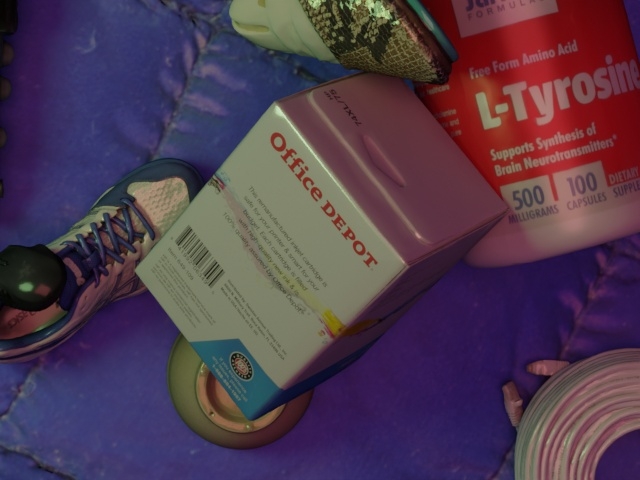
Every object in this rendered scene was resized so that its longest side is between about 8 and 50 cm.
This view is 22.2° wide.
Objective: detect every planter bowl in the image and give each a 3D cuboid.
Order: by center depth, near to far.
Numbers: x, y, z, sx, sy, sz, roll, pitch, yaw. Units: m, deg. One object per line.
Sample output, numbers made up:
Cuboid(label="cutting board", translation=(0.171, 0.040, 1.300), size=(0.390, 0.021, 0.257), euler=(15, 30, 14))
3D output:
Cuboid(label="planter bowl", translation=(-0.082, 0.147, 1.713), size=(0.162, 0.109, 0.162), euler=(0, 93, -4))

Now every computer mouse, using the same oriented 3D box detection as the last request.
Cuboid(label="computer mouse", translation=(-0.339, 0.018, 1.645), size=(0.041, 0.242, 0.071), euler=(46, 68, -42))

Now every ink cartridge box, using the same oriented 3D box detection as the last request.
Cuboid(label="ink cartridge box", translation=(0.000, 0.000, 1.589), size=(0.198, 0.197, 0.270), euler=(52, 128, 11))

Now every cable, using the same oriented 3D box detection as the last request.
Cuboid(label="cable", translation=(0.337, 0.244, 1.753), size=(0.257, 0.089, 0.257), euler=(-9, 93, -3))

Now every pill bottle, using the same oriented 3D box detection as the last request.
Cuboid(label="pill bottle", translation=(0.202, -0.192, 1.658), size=(0.229, 0.229, 0.407), euler=(-16, 93, -3))

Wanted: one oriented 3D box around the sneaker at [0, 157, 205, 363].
Cuboid(label="sneaker", translation=(-0.234, 0.029, 1.688), size=(0.296, 0.131, 0.112), euler=(-43, 92, -3))

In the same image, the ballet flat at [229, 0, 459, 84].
Cuboid(label="ballet flat", translation=(-0.034, -0.299, 1.607), size=(0.182, 0.164, 0.483), euler=(-30, 60, 8))

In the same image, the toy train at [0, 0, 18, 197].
Cuboid(label="toy train", translation=(-0.411, -0.171, 1.671), size=(0.190, 0.142, 0.334), euler=(3, 92, -13))
